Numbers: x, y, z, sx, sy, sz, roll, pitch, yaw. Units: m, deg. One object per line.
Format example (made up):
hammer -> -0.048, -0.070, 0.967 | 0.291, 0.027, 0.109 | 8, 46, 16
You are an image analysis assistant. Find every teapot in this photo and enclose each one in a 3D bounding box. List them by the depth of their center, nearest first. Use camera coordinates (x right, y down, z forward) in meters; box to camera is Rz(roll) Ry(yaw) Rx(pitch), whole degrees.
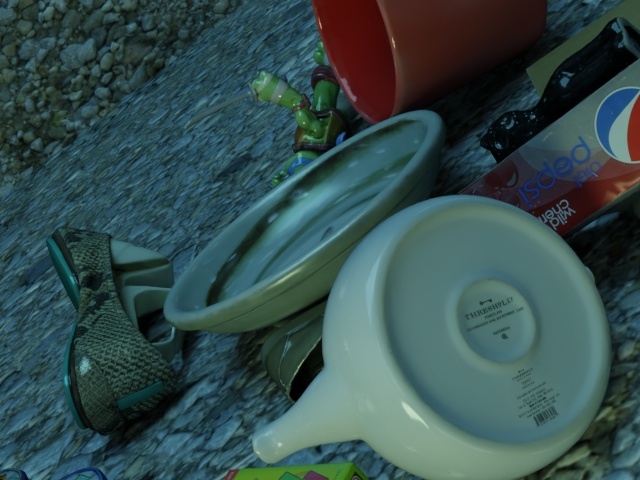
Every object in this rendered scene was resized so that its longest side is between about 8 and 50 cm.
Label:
teapot -> 0.107, 0.093, 1.030 | 0.187, 0.256, 0.252 | 134, 155, -60

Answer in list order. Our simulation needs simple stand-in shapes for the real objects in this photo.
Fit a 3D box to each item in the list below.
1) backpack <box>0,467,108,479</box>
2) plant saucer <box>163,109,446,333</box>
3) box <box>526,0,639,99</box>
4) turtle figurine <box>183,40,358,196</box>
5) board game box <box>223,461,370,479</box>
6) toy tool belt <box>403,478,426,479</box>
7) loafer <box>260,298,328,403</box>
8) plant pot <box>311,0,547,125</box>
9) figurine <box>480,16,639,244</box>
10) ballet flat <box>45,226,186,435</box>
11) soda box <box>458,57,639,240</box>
backpack -> -0.291, 0.342, 1.207 | 0.263, 0.213, 0.276 | -38, 17, -23
plant saucer -> 0.000, 0.000, 1.456 | 0.400, 0.100, 0.400 | -35, 14, 10
box -> 0.330, -0.217, 1.369 | 0.201, 0.021, 0.164 | -35, 22, 15
turtle figurine -> -0.052, -0.169, 1.767 | 0.274, 0.198, 0.266 | -19, 27, 34
board game box -> -0.039, 0.260, 1.152 | 0.181, 0.043, 0.092 | -15, 33, 46
toy tool belt -> 0.092, 0.215, 1.023 | 0.083, 0.052, 0.051 | -23, 36, 34
loafer -> 0.049, 0.092, 1.286 | 0.251, 0.094, 0.087 | -39, 36, 18
plant pot -> 0.147, -0.310, 1.618 | 0.243, 0.275, 0.275 | -20, 19, -14
figurine -> 0.258, -0.084, 1.232 | 0.209, 0.092, 0.215 | -35, 42, 31
ballet flat -> -0.274, 0.100, 1.715 | 0.182, 0.164, 0.483 | -20, 28, -6
soda box -> 0.255, -0.081, 1.089 | 0.263, 0.092, 0.083 | -38, -9, 35
